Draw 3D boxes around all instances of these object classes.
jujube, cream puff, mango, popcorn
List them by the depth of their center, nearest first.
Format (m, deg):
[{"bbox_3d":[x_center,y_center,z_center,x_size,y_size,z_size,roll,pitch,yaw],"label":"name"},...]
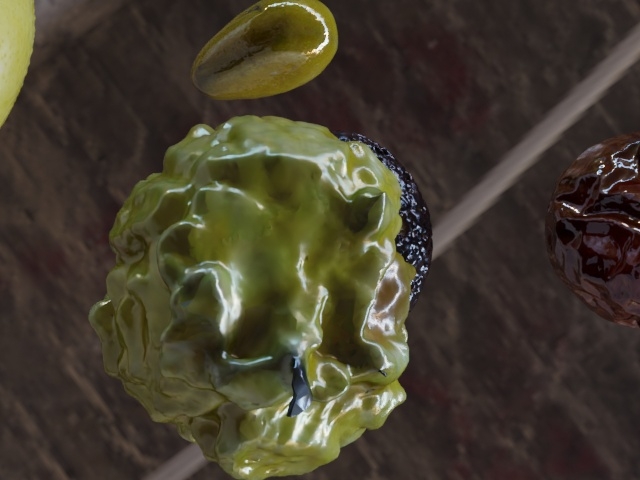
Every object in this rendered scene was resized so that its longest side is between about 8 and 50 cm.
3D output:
[{"bbox_3d":[-0.036,0.037,1.042,0.249,0.249,0.225,55,-9,-11],"label":"popcorn"},{"bbox_3d":[0.374,0.003,1.583,0.216,0.216,0.342,56,-16,-25],"label":"jujube"},{"bbox_3d":[0.000,0.000,1.615,0.239,0.239,0.165,54,33,6],"label":"cream puff"},{"bbox_3d":[-0.072,-0.238,1.903,0.137,0.195,0.098,59,14,-64],"label":"mango"}]

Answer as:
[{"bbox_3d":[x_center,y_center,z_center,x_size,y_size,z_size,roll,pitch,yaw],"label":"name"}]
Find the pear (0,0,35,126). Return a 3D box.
[{"bbox_3d":[-0.415,-0.194,1.305,0.348,0.348,0.348,54,-3,4],"label":"pear"}]
